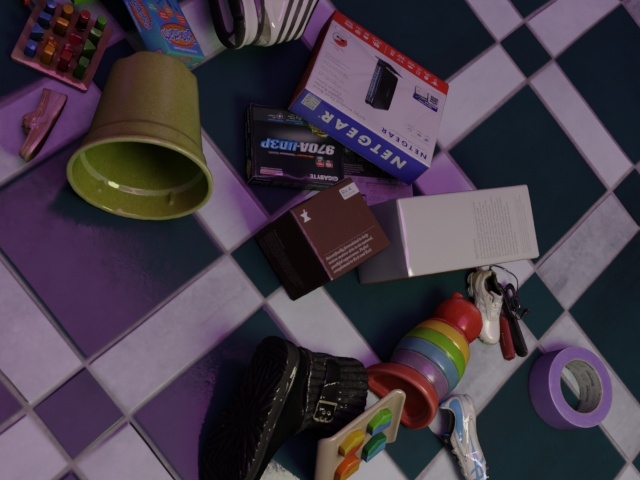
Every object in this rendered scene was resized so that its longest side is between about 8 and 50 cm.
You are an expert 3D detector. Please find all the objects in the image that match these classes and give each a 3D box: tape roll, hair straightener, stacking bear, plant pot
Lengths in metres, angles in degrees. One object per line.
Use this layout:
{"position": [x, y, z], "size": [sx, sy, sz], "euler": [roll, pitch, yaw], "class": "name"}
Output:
{"position": [0.589, 0.349, 2.062], "size": [0.188, 0.080, 0.189], "euler": [7, 72, -24], "class": "tape roll"}
{"position": [0.451, 0.167, 2.079], "size": [0.089, 0.047, 0.231], "euler": [-6, 73, -27], "class": "hair straightener"}
{"position": [0.251, 0.239, 1.897], "size": [0.175, 0.164, 0.289], "euler": [47, 56, -6], "class": "stacking bear"}
{"position": [-0.337, -0.218, 1.711], "size": [0.276, 0.276, 0.254], "euler": [14, 57, -21], "class": "plant pot"}

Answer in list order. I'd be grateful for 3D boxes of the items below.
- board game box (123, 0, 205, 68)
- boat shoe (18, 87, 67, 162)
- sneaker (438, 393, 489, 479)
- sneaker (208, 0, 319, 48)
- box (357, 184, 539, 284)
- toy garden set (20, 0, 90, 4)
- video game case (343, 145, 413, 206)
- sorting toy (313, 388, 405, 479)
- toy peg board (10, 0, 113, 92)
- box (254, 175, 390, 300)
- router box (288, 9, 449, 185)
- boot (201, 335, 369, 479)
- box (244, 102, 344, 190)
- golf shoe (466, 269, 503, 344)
{"position": [-0.339, -0.469, 1.841], "size": [0.210, 0.047, 0.160], "euler": [64, 21, 3], "class": "board game box"}
{"position": [-0.554, -0.228, 1.707], "size": [0.059, 0.063, 0.170], "euler": [27, 55, -13], "class": "boat shoe"}
{"position": [0.312, 0.455, 1.904], "size": [0.086, 0.085, 0.237], "euler": [-12, 82, -1], "class": "sneaker"}
{"position": [-0.139, -0.643, 1.950], "size": [0.257, 0.169, 0.448], "euler": [-10, 86, -35], "class": "sneaker"}
{"position": [0.271, -0.012, 1.933], "size": [0.345, 0.215, 0.168], "euler": [-7, 86, -26], "class": "box"}
{"position": [-0.553, -0.586, 1.786], "size": [0.203, 0.049, 0.244], "euler": [-25, 72, -32], "class": "toy garden set"}
{"position": [0.125, -0.152, 2.029], "size": [0.190, 0.022, 0.173], "euler": [3, 73, -24], "class": "video game case"}
{"position": [0.081, 0.405, 1.746], "size": [0.208, 0.193, 0.038], "euler": [-27, 54, -28], "class": "sorting toy"}
{"position": [-0.516, -0.412, 1.770], "size": [0.160, 0.079, 0.161], "euler": [24, 65, -18], "class": "toy peg board"}
{"position": [0.000, 0.000, 1.817], "size": [0.168, 0.203, 0.167], "euler": [-30, 89, -29], "class": "box"}
{"position": [0.120, -0.329, 2.005], "size": [0.335, 0.082, 0.301], "euler": [30, 48, -15], "class": "router box"}
{"position": [-0.057, 0.369, 1.720], "size": [0.260, 0.131, 0.348], "euler": [28, 89, -44], "class": "boot"}
{"position": [-0.059, -0.204, 1.938], "size": [0.220, 0.051, 0.175], "euler": [5, 73, -23], "class": "box"}
{"position": [0.390, 0.153, 2.024], "size": [0.069, 0.086, 0.176], "euler": [-6, 79, -29], "class": "golf shoe"}
